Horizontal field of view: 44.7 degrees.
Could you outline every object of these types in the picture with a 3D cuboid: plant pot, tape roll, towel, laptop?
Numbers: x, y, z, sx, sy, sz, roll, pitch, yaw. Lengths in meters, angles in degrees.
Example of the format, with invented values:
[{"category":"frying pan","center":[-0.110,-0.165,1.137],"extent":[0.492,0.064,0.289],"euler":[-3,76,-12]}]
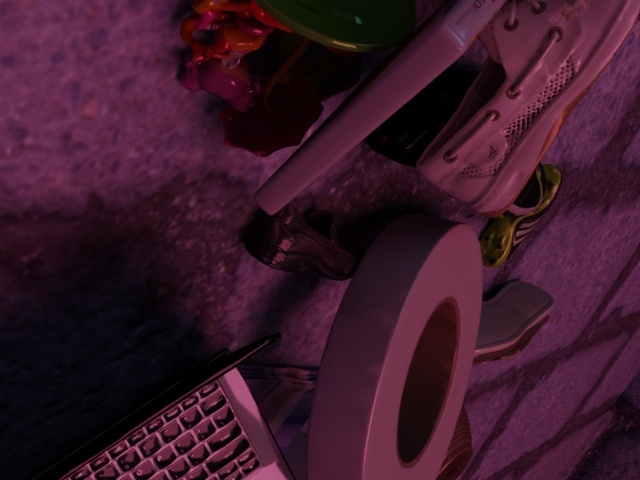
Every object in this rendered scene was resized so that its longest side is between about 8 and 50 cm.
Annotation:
[{"category":"plant pot","center":[0.195,0.378,1.393],"extent":[0.237,0.109,0.237],"euler":[-32,145,-27]},{"category":"tape roll","center":[0.103,0.161,0.932],"extent":[0.392,0.072,0.392],"euler":[-41,137,-53]},{"category":"towel","center":[0.002,-0.209,0.602],"extent":[0.102,0.021,0.237],"euler":[-32,145,-32]},{"category":"towel","center":[-0.109,0.234,0.930],"extent":[0.209,0.034,0.285],"euler":[-55,149,11]},{"category":"laptop","center":[-0.174,0.284,0.665],"extent":[0.381,0.236,0.408],"euler":[-32,122,-18]}]

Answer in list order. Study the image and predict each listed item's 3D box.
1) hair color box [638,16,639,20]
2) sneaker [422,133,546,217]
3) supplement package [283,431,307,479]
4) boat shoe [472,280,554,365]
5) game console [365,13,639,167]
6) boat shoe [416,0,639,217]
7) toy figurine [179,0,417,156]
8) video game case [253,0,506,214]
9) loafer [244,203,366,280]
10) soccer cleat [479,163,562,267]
[{"category":"hair color box","center":[0.247,-0.325,0.694],"extent":[0.347,0.105,0.174],"euler":[-2,128,-51]},{"category":"sneaker","center":[0.196,-0.082,0.780],"extent":[0.097,0.084,0.234],"euler":[-37,160,30]},{"category":"supplement package","center":[0.014,0.412,1.113],"extent":[0.149,0.203,0.194],"euler":[-47,149,-5]},{"category":"boat shoe","center":[0.268,0.148,1.233],"extent":[0.305,0.109,0.091],"euler":[-16,133,-46]},{"category":"game console","center":[0.219,-0.178,0.746],"extent":[0.213,0.044,0.361],"euler":[-8,156,-48]},{"category":"boat shoe","center":[0.163,-0.151,0.605],"extent":[0.098,0.096,0.277],"euler":[-83,-162,-67]},{"category":"toy figurine","center":[-0.045,-0.131,0.547],"extent":[0.173,0.130,0.159],"euler":[17,139,-15]},{"category":"video game case","center":[0.062,-0.129,0.572],"extent":[0.227,0.026,0.206],"euler":[-35,-168,49]},{"category":"loafer","center":[0.000,0.000,0.787],"extent":[0.170,0.062,0.061],"euler":[8,113,-56]},{"category":"soccer cleat","center":[0.284,-0.037,1.109],"extent":[0.072,0.060,0.179],"euler":[-17,144,-55]}]
